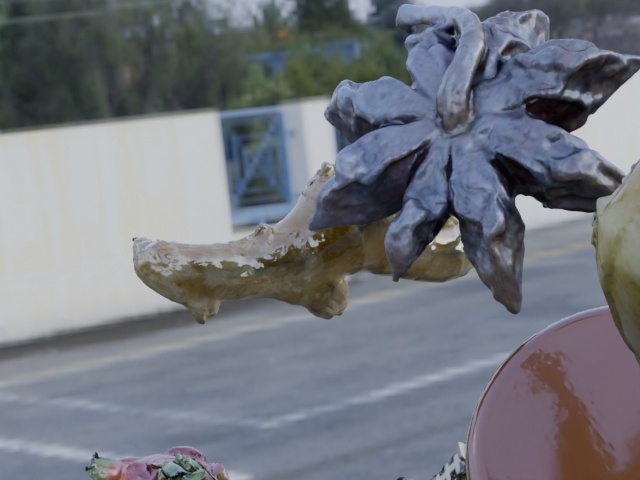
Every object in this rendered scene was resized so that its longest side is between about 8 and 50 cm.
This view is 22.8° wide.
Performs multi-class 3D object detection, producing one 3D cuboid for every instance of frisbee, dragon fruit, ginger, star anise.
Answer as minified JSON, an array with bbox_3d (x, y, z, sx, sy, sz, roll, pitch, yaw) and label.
[{"bbox_3d":[0.233,0.158,1.213,0.251,0.251,0.021,-5,-30,16],"label":"frisbee"},{"bbox_3d":[-0.143,0.241,1.425,0.137,0.135,0.236,-3,-26,-2],"label":"dragon fruit"},{"bbox_3d":[0.000,0.000,1.390,0.333,0.148,0.081,-16,28,-25],"label":"ginger"},{"bbox_3d":[0.086,-0.076,0.982,0.230,0.262,0.081,-28,-39,14],"label":"star anise"}]

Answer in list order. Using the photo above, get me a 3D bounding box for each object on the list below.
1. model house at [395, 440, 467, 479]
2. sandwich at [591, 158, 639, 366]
[{"bbox_3d":[0.145,0.376,1.731,0.178,0.271,0.206,28,30,-25],"label":"model house"},{"bbox_3d":[0.246,0.020,0.774,0.226,0.251,0.087,-36,44,-12],"label":"sandwich"}]
